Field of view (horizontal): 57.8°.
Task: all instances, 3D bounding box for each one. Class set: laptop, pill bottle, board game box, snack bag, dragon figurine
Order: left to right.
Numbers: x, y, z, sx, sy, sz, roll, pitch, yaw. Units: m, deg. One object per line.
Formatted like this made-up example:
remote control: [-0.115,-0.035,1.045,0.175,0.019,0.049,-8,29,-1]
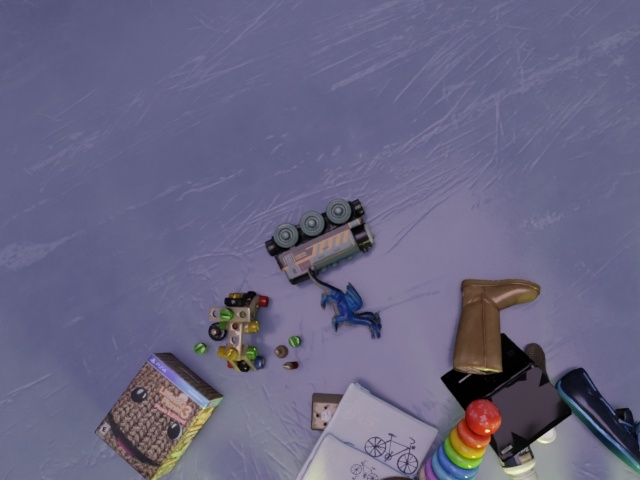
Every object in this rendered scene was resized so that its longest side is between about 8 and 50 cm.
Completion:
board game box: [-0.484,0.526,1.757,0.232,0.141,0.291,35,87,13]
dragon figurine: [0.078,0.179,1.748,0.144,0.085,0.289,-28,91,5]
snack bag: [0.143,0.619,1.648,0.323,0.037,0.342,30,87,-7]
laptop: [0.513,0.431,1.629,0.234,0.264,0.136,-36,115,0]
pill bottle: [0.540,0.590,1.617,0.094,0.094,0.169,-21,78,4]
pill bottle: [0.615,0.525,1.606,0.065,0.116,0.065,-2,80,9]

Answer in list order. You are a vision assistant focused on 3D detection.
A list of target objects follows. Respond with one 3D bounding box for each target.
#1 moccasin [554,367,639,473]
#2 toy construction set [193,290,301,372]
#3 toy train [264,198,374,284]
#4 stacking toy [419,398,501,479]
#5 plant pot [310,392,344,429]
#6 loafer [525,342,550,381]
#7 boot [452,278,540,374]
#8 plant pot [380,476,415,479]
moccasin: [0.804,0.494,1.576,0.117,0.138,0.342,-41,78,-5]
toy construction set: [-0.211,0.286,1.710,0.309,0.237,0.257,27,85,12]
toy train: [0.000,0.000,1.791,0.334,0.142,0.190,-25,89,2]
stacking toy: [0.381,0.553,1.532,0.141,0.141,0.330,25,122,12]
plant pot: [0.020,0.512,1.708,0.109,0.096,0.109,1,80,9]
loafer: [0.623,0.371,1.670,0.056,0.050,0.148,-4,64,4]
boot: [0.504,0.248,1.652,0.236,0.089,0.269,-2,59,21]
plant pot: [0.223,0.793,1.527,0.263,0.229,0.263,0,89,-5]
